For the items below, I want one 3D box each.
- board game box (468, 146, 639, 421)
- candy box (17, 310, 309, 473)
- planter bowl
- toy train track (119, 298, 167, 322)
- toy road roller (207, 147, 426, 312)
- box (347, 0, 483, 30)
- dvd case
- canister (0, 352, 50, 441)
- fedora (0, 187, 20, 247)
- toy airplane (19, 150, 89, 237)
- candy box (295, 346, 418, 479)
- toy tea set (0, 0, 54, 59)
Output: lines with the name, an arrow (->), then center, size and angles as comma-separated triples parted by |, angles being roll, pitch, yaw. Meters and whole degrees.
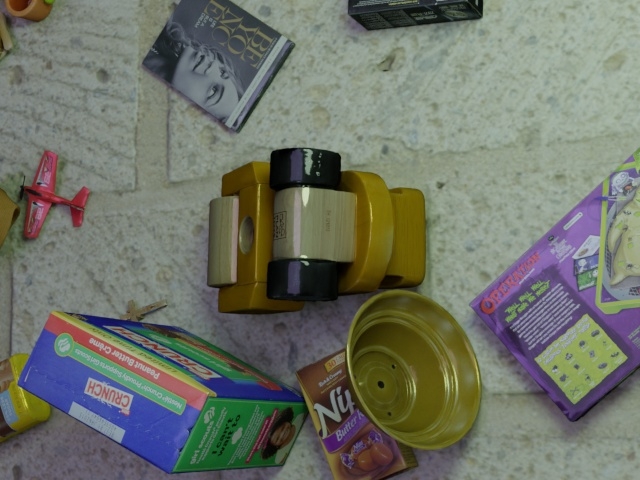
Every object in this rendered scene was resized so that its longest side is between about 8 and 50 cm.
board game box -> 0.385, 0.043, 1.366 | 0.347, 0.056, 0.208 | -44, 72, 13
candy box -> -0.201, 0.207, 1.458 | 0.268, 0.317, 0.122 | 24, 93, 25
planter bowl -> 0.102, 0.182, 1.418 | 0.090, 0.217, 0.217 | -36, 66, 49
toy train track -> -0.276, 0.112, 1.676 | 0.083, 0.014, 0.048 | -21, 67, 15
toy road roller -> 0.000, 0.000, 1.492 | 0.329, 0.241, 0.202 | -12, 75, 61
box -> 0.137, -0.389, 1.522 | 0.180, 0.077, 0.147 | -2, 82, 25
dvd case -> -0.164, -0.294, 1.680 | 0.221, 0.018, 0.164 | 37, 98, 24
canister -> -0.533, 0.269, 1.738 | 0.170, 0.073, 0.126 | -27, 73, 17
fedora -> -0.548, -0.033, 1.761 | 0.079, 0.194, 0.194 | 25, 94, -11
toy airplane -> -0.440, -0.071, 1.768 | 0.151, 0.028, 0.151 | -1, 88, 26
candy box -> 0.048, 0.247, 1.486 | 0.109, 0.053, 0.186 | -28, 71, 19
toy tea set -> -0.532, -0.459, 1.813 | 0.336, 0.124, 0.200 | -33, 70, 17
